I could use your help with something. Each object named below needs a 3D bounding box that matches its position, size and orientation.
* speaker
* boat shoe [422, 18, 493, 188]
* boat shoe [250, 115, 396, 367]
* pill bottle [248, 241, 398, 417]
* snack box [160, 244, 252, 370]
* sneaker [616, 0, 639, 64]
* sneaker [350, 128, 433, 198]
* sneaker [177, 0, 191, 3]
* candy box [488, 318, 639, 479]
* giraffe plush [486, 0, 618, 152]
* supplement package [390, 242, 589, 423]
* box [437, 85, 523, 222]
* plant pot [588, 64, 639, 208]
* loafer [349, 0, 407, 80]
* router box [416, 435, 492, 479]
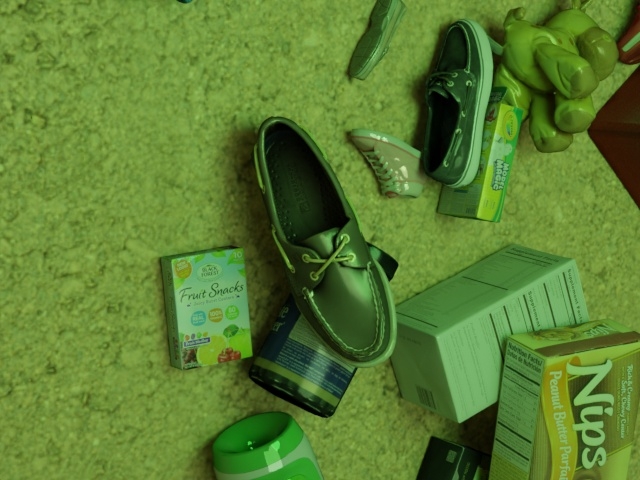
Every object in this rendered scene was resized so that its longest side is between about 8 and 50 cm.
[{"bbox_3d":[-0.037,0.372,1.905,0.131,0.131,0.296,-28,109,-24],"label":"speaker"},{"bbox_3d":[0.169,-0.185,1.968,0.076,0.080,0.228,10,85,-43],"label":"boat shoe"},{"bbox_3d":[0.000,0.000,1.811,0.117,0.097,0.324,-22,75,3],"label":"boat shoe"},{"bbox_3d":[0.010,0.105,1.900,0.123,0.123,0.219,34,79,-29],"label":"pill bottle"},{"bbox_3d":[-0.141,0.083,1.859,0.100,0.037,0.141,-10,101,-30],"label":"snack box"},{"bbox_3d":[0.489,-0.364,2.160,0.221,0.128,0.087,-42,156,7],"label":"sneaker"},{"bbox_3d":[0.089,-0.096,1.962,0.134,0.051,0.070,25,78,-34],"label":"sneaker"},{"bbox_3d":[-0.150,-0.360,1.786,0.240,0.091,0.126,-25,126,-26],"label":"sneaker"},{"bbox_3d":[0.324,0.273,1.993,0.183,0.087,0.316,-7,111,-33],"label":"candy box"},{"bbox_3d":[0.329,-0.248,2.043,0.170,0.181,0.210,-28,75,-35],"label":"giraffe plush"},{"bbox_3d":[0.227,0.120,2.017,0.244,0.139,0.133,-26,112,-25],"label":"supplement package"},{"bbox_3d":[0.215,-0.117,2.002,0.043,0.105,0.179,11,90,-27],"label":"box"},{"bbox_3d":[0.600,-0.151,2.147,0.267,0.236,0.267,-48,116,-17],"label":"plant pot"},{"bbox_3d":[0.080,-0.261,1.944,0.039,0.045,0.125,30,78,-36],"label":"loafer"},{"bbox_3d":[0.217,0.455,2.088,0.243,0.081,0.308,22,85,-30],"label":"router box"}]
